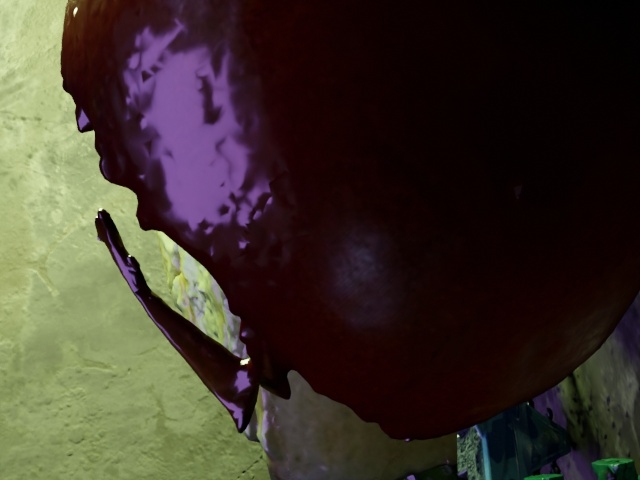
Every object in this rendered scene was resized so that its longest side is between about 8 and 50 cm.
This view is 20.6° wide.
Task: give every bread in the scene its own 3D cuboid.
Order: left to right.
[{"bbox_3d":[0.002,0.000,1.543,0.395,0.239,0.264,-123,24,-53],"label":"bread"}]

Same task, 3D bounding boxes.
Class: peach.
[{"bbox_3d":[0.038,-0.095,1.054,0.310,0.335,0.406,-41,71,31],"label":"peach"}]

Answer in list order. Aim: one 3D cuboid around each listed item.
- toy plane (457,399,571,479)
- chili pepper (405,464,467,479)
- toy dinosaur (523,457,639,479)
[{"bbox_3d":[0.127,0.159,1.299,0.078,0.169,0.246,-25,39,38],"label":"toy plane"},{"bbox_3d":[0.125,0.241,1.600,0.253,0.083,0.099,-126,18,-70],"label":"chili pepper"},{"bbox_3d":[0.213,0.218,1.164,0.259,0.094,0.153,144,114,-68],"label":"toy dinosaur"}]
